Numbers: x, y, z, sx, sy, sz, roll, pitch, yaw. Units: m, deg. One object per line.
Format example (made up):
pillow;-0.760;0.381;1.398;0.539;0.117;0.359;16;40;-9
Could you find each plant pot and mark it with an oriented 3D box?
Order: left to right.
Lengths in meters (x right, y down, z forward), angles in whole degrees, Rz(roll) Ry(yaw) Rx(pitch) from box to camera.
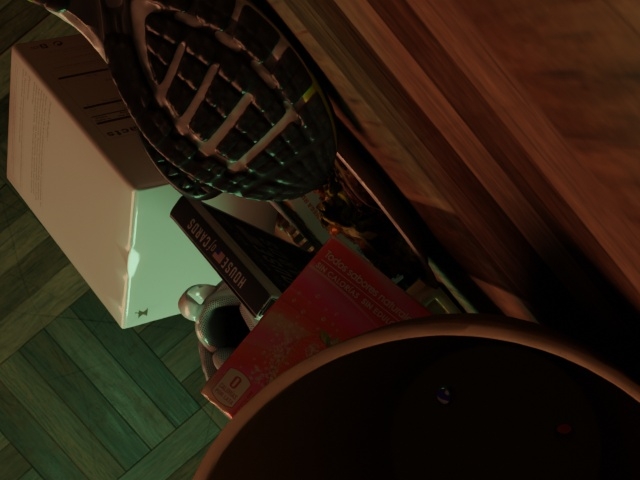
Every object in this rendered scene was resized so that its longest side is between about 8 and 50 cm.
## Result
plant pot;0.082;0.143;0.819;0.256;0.256;0.274;50;-167;1

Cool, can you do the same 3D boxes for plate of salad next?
plate of salad;0.010;-0.035;1.123;0.200;0.048;0.200;49;176;5

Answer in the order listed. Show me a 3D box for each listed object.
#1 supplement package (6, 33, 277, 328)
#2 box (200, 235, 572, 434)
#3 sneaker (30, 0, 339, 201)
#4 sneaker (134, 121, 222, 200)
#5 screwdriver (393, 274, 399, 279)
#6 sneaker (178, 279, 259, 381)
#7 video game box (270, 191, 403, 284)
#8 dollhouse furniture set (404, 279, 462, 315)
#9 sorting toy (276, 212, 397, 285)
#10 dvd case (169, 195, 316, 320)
supplement package;-0.190;-0.075;1.672;0.293;0.175;0.177;47;139;40
box;0.085;0.154;1.085;0.300;0.142;0.154;39;173;16
sneaker;-0.097;-0.148;0.996;0.300;0.111;0.121;47;-161;-1
sneaker;-0.125;-0.146;1.364;0.234;0.084;0.097;66;-168;6
screwdriver;0.018;-0.040;1.270;0.025;0.024;0.170;-14;114;53
sneaker;0.025;0.148;1.490;0.366;0.137;0.210;39;-165;18
video game box;-0.030;-0.056;1.425;0.187;0.048;0.205;49;178;-41
dollhouse furniture set;0.064;0.145;1.263;0.161;0.182;0.101;50;177;-7
sorting toy;0.000;0.000;1.653;0.132;0.046;0.274;51;176;-26
dvd case;-0.003;0.049;1.389;0.239;0.029;0.179;26;-167;-40
